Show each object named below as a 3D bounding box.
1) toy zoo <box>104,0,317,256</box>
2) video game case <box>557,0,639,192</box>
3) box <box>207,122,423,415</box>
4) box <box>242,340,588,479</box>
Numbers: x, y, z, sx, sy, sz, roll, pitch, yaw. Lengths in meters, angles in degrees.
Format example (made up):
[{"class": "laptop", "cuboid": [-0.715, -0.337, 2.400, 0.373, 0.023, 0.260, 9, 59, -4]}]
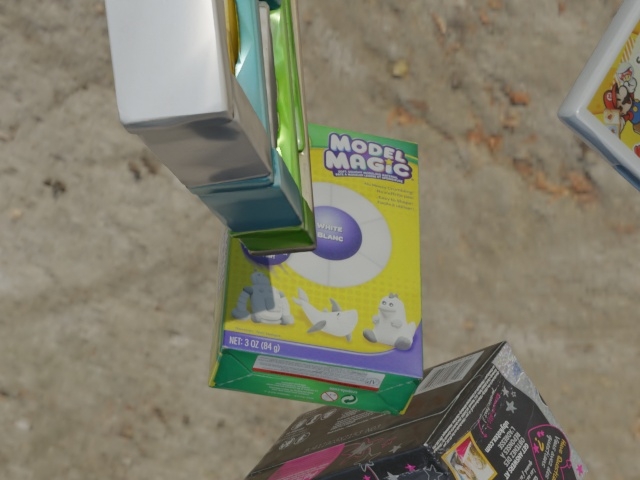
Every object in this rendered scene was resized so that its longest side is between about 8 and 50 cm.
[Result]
[{"class": "toy zoo", "cuboid": [-0.035, -0.108, 0.480, 0.030, 0.192, 0.293, -6, 170, 4]}, {"class": "video game case", "cuboid": [0.285, -0.111, 1.015, 0.206, 0.227, 0.026, 39, 164, -21]}, {"class": "box", "cuboid": [0.000, 0.000, 0.789, 0.105, 0.179, 0.043, 9, 140, -11]}, {"class": "box", "cuboid": [0.067, 0.209, 1.234, 0.247, 0.163, 0.142, -24, 103, 40]}]
